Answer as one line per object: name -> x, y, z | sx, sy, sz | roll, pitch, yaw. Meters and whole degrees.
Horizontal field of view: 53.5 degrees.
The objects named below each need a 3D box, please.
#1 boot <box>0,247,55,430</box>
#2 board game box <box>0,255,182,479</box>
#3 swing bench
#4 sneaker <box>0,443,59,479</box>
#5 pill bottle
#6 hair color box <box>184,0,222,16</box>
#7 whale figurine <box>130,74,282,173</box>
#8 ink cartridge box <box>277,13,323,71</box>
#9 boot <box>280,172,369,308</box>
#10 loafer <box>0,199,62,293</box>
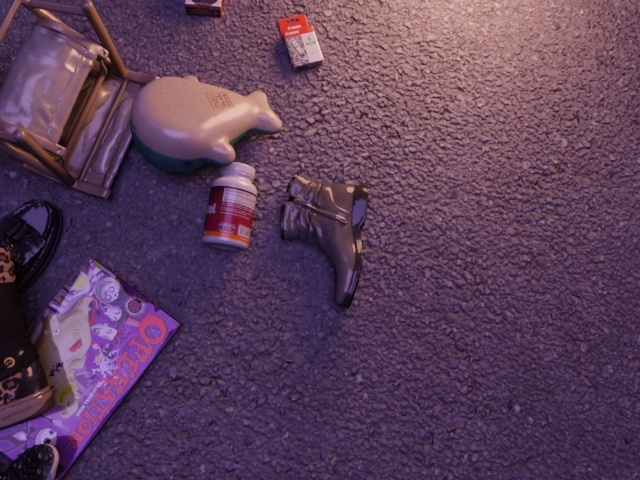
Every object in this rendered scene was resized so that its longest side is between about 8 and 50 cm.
boot -> -0.613, 0.171, 0.939 | 0.377, 0.138, 0.284 | -10, 89, -32
board game box -> -0.431, 0.225, 1.104 | 0.208, 0.056, 0.347 | 37, 78, -4
swing bench -> -0.441, -0.243, 1.093 | 0.165, 0.255, 0.253 | 16, 77, 18
sneaker -> -0.476, 0.432, 1.026 | 0.085, 0.086, 0.237 | 27, 95, 29
pill bottle -> -0.163, -0.061, 1.161 | 0.086, 0.086, 0.152 | 9, 79, -5
hair color box -> -0.227, -0.518, 1.253 | 0.072, 0.043, 0.141 | 2, 81, -7
whale figurine -> -0.213, -0.208, 1.171 | 0.272, 0.141, 0.216 | -14, 60, -31
ink cartridge box -> -0.041, -0.398, 1.260 | 0.063, 0.029, 0.115 | -16, 83, -8
boot -> 0.000, 0.000, 1.182 | 0.161, 0.083, 0.247 | 6, 74, 2
loafer -> -0.563, 0.053, 1.091 | 0.109, 0.095, 0.302 | 36, 79, 1
